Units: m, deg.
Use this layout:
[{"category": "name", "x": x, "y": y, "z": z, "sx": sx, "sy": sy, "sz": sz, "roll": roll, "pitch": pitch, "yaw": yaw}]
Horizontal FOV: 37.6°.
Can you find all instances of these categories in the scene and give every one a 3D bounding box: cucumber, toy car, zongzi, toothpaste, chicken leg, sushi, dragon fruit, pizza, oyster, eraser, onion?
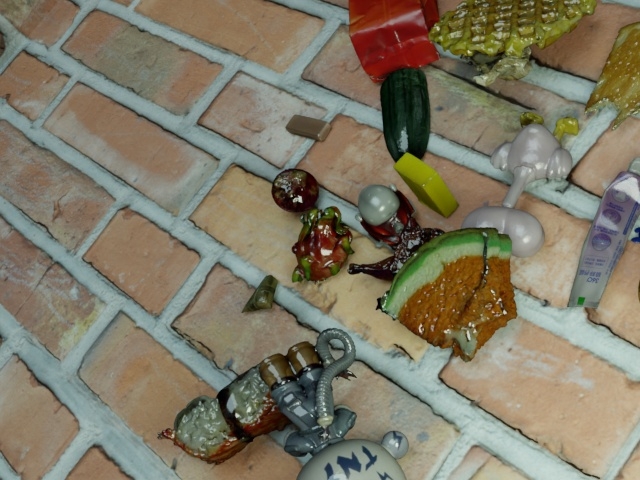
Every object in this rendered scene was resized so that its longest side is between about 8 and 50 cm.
[{"category": "cucumber", "x": 0.180, "y": -0.265, "z": 2.026, "sx": 0.115, "sy": 0.063, "sz": 0.243, "roll": -21, "pitch": 52, "yaw": 21}, {"category": "toy car", "x": 0.127, "y": -0.059, "z": 1.883, "sx": 0.112, "sy": 0.112, "sz": 0.139, "roll": -41, "pitch": 46, "yaw": 3}, {"category": "zongzi", "x": -0.130, "y": 0.115, "z": 1.996, "sx": 0.083, "sy": 0.040, "sz": 0.076, "roll": -22, "pitch": 41, "yaw": 43}, {"category": "toothpaste", "x": 0.507, "y": -0.014, "z": 1.642, "sx": 0.075, "sy": 0.048, "sz": 0.301, "roll": 14, "pitch": 69, "yaw": 40}, {"category": "chicken leg", "x": 0.154, "y": 0.035, "z": 1.834, "sx": 0.205, "sy": 0.053, "sz": 0.093, "roll": -33, "pitch": 77, "yaw": 9}, {"category": "sushi", "x": -0.154, "y": 0.328, "z": 1.802, "sx": 0.332, "sy": 0.124, "sz": 0.130, "roll": -34, "pitch": 60, "yaw": 7}, {"category": "dragon fruit", "x": 0.000, "y": 0.000, "z": 1.943, "sx": 0.138, "sy": 0.175, "sz": 0.142, "roll": 17, "pitch": 40, "yaw": 30}, {"category": "pizza", "x": 0.608, "y": -0.311, "z": 1.786, "sx": 0.181, "sy": 0.034, "sz": 0.262, "roll": 22, "pitch": 74, "yaw": 42}, {"category": "oyster", "x": 0.359, "y": -0.369, "z": 1.956, "sx": 0.163, "sy": 0.081, "sz": 0.191, "roll": 16, "pitch": 38, "yaw": 37}, {"category": "eraser", "x": 0.209, "y": -0.107, "z": 1.854, "sx": 0.045, "sy": 0.122, "sz": 0.097, "roll": -47, "pitch": 47, "yaw": -5}, {"category": "onion", "x": -0.056, "y": -0.108, "z": 2.059, "sx": 0.107, "sy": 0.097, "sz": 0.107, "roll": 5, "pitch": 61, "yaw": -9}]

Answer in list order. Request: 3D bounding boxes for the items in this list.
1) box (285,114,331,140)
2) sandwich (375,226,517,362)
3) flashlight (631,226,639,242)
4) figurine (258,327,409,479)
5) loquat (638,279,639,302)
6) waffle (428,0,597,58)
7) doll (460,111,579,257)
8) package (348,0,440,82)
[{"category": "box", "x": -0.028, "y": -0.262, "z": 2.186, "sx": 0.115, "sy": 0.025, "sz": 0.048, "roll": 19, "pitch": 67, "yaw": 40}, {"category": "sandwich", "x": 0.246, "y": 0.087, "z": 1.666, "sx": 0.212, "sy": 0.109, "sz": 0.292, "roll": 53, "pitch": 129, "yaw": 30}, {"category": "flashlight", "x": 0.592, "y": -0.006, "z": 1.592, "sx": 0.121, "sy": 0.035, "sz": 0.057, "roll": 1, "pitch": 27, "yaw": 28}, {"category": "figurine", "x": 0.016, "y": 0.367, "z": 1.600, "sx": 0.261, "sy": 0.186, "sz": 0.382, "roll": -29, "pitch": 60, "yaw": -1}, {"category": "loquat", "x": 0.574, "y": 0.081, "z": 1.464, "sx": 0.163, "sy": 0.163, "sz": 0.137, "roll": 0, "pitch": 70, "yaw": 34}, {"category": "waffle", "x": 0.394, "y": -0.457, "z": 1.945, "sx": 0.325, "sy": 0.068, "sz": 0.302, "roll": -29, "pitch": 32, "yaw": -23}, {"category": "doll", "x": 0.370, "y": -0.089, "z": 1.756, "sx": 0.160, "sy": 0.094, "sz": 0.365, "roll": 12, "pitch": 68, "yaw": 30}, {"category": "package", "x": 0.171, "y": -0.563, "z": 2.192, "sx": 0.196, "sy": 0.123, "sz": 0.423, "roll": -18, "pitch": 50, "yaw": 26}]
